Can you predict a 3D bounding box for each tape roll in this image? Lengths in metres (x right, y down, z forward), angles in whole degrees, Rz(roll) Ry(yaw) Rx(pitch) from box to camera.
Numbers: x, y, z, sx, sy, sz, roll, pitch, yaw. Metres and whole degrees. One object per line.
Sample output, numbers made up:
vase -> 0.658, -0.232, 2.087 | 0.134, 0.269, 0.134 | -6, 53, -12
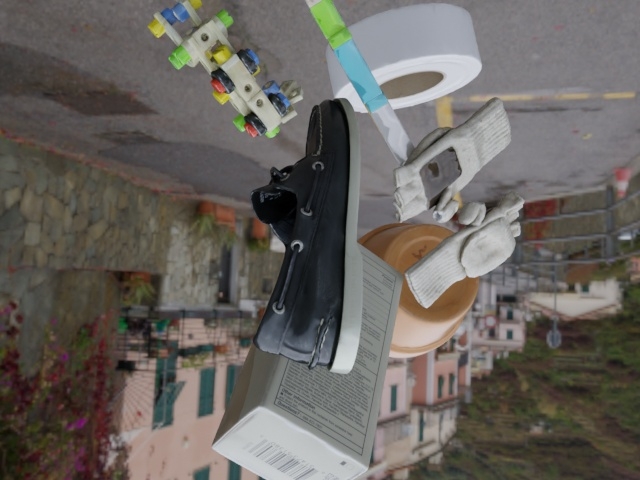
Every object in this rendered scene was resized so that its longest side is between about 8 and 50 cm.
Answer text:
tape roll -> 0.154, -0.336, 1.265 | 0.286, 0.100, 0.286 | -12, 175, -1

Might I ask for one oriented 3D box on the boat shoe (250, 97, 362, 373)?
boat shoe -> -0.020, -0.025, 0.712 | 0.113, 0.340, 0.127 | 5, 151, -7

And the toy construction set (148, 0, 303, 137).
toy construction set -> -0.160, -0.305, 1.249 | 0.327, 0.151, 0.215 | 34, -178, -37

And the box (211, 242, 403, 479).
box -> -0.003, 0.138, 0.833 | 0.148, 0.311, 0.121 | 34, 130, -12

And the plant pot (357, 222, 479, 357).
plant pot -> 0.192, 0.089, 1.374 | 0.290, 0.291, 0.203 | 4, 166, -11

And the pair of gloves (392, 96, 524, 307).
pair of gloves -> 0.189, -0.041, 0.881 | 0.204, 0.240, 0.042 | -31, -145, -18

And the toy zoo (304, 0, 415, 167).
toy zoo -> 0.066, -0.202, 0.906 | 0.030, 0.293, 0.192 | -30, -163, 9
